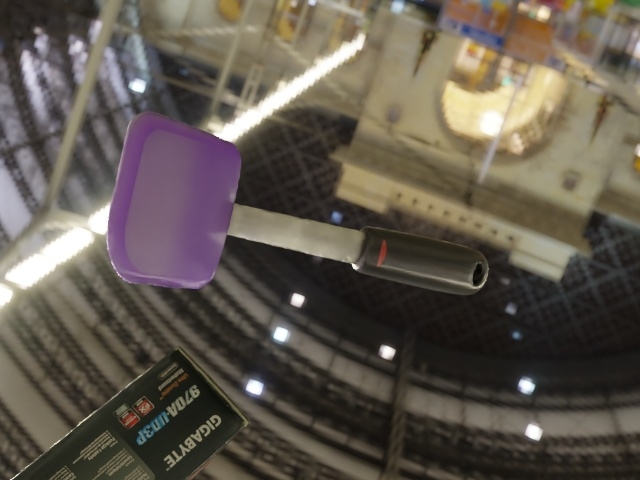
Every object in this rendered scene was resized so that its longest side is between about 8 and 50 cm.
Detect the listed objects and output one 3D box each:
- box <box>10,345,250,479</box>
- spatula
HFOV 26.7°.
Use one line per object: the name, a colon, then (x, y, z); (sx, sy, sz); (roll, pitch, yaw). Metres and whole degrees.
box: (-0.147, 0.157, 0.601); (0.051, 0.175, 0.220); (47, -128, 5)
spatula: (0.000, 0.000, 0.747); (0.296, 0.084, 0.030); (13, 180, -42)
